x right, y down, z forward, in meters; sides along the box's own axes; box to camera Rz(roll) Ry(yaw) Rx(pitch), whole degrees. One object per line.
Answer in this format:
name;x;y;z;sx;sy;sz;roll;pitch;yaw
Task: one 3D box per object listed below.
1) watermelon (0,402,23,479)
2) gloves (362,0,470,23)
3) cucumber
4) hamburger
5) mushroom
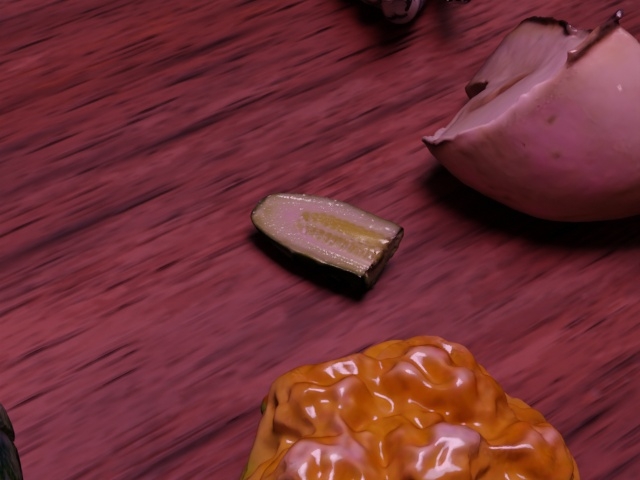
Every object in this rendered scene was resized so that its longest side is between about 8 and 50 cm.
watermelon;-0.250;0.174;0.930;0.232;0.193;0.310;36;53;-5
gloves;0.064;-0.246;1.730;0.127;0.111;0.212;38;34;-13
cucumber;0.000;0.000;1.476;0.107;0.035;0.067;23;51;18
hamburger;0.059;0.157;1.225;0.237;0.149;0.237;9;39;-7
mushroom;0.189;-0.067;1.560;0.162;0.173;0.236;-39;12;-4
